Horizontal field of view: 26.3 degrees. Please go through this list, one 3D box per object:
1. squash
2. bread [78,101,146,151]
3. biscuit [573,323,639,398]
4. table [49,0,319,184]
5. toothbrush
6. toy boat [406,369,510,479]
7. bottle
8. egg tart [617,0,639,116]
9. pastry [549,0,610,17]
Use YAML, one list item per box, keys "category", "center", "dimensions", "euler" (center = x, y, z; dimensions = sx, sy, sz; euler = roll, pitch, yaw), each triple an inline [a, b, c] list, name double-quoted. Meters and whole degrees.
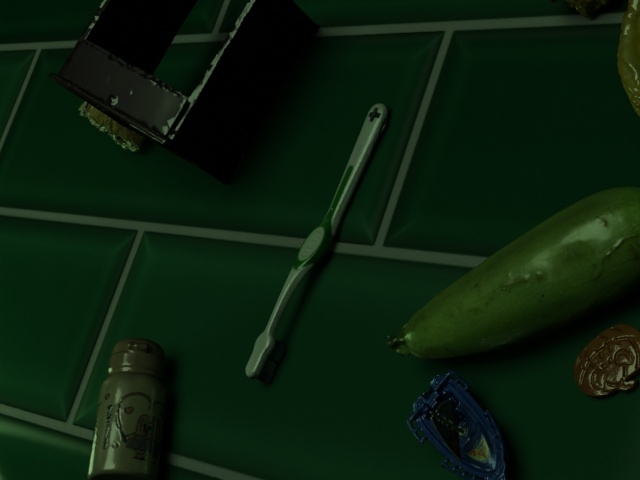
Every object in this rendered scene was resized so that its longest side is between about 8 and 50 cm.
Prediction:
- category: "squash"
  center: [0.232, 0.058, 1.544]
  dimensions: [0.370, 0.118, 0.118]
  euler: [-33, 49, 28]
- category: "bread"
  center: [-0.319, -0.212, 2.211]
  dimensions: [0.106, 0.125, 0.082]
  euler: [-57, 24, -11]
- category: "biscuit"
  center: [0.318, 0.134, 1.491]
  dimensions: [0.091, 0.015, 0.078]
  euler: [-46, 44, 14]
- category: "table"
  center: [-0.197, -0.279, 2.032]
  dimensions: [0.250, 0.196, 0.282]
  euler: [30, 88, 31]
- category: "toothbrush"
  center: [-0.003, -0.002, 1.851]
  dimensions: [0.042, 0.040, 0.418]
  euler: [14, 78, 48]
- category: "toy boat"
  center: [0.150, 0.213, 1.536]
  dimensions: [0.091, 0.110, 0.175]
  euler: [-51, 45, 9]
- category: "bottle"
  center: [-0.266, 0.243, 1.927]
  dimensions: [0.110, 0.097, 0.209]
  euler: [106, 170, -62]
- category: "egg tart"
  center: [0.468, -0.228, 1.479]
  dimensions: [0.294, 0.123, 0.294]
  euler: [-19, 60, 35]
- category: "pastry"
  center: [0.326, -0.411, 1.707]
  dimensions: [0.102, 0.154, 0.250]
  euler: [1, 68, 22]
